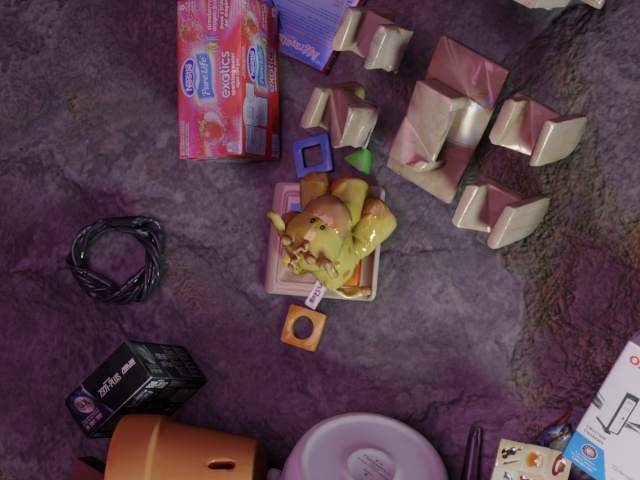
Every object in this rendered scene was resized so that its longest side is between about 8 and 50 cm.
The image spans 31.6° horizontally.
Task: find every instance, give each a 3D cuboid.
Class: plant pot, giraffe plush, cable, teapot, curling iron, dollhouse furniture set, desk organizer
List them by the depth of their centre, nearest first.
[{"bbox_3d":[0.063,0.387,1.616,0.253,0.187,0.256,1,38,-10],"label":"teapot"},{"bbox_3d":[0.195,0.405,1.638,0.068,0.035,0.274,13,88,24],"label":"curling iron"},{"bbox_3d":[0.237,-0.256,1.656,0.362,0.256,0.394,34,117,24],"label":"dollhouse furniture set"},{"bbox_3d":[-0.001,-0.008,1.658,0.181,0.170,0.210,11,84,17],"label":"giraffe plush"},{"bbox_3d":[-0.186,0.398,1.683,0.204,0.291,0.290,-4,81,5],"label":"plant pot"},{"bbox_3d":[-0.350,0.407,1.858,0.130,0.047,0.050,23,94,24],"label":"desk organizer"},{"bbox_3d":[-0.349,0.034,1.917,0.185,0.047,0.150,-4,86,19],"label":"cable"}]

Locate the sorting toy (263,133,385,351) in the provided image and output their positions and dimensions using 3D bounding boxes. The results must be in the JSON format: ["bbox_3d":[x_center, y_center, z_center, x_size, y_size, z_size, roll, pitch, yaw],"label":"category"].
[{"bbox_3d":[0.000,0.000,1.770,0.196,0.047,0.347,3,84,23],"label":"sorting toy"}]

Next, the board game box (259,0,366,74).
[{"bbox_3d":[-0.072,-0.394,1.867,0.281,0.027,0.145,30,93,23],"label":"board game box"}]

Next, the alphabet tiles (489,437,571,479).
[{"bbox_3d":[0.269,0.396,1.552,0.198,0.009,0.237,15,87,-19],"label":"alphabet tiles"}]

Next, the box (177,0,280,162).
[{"bbox_3d":[-0.146,-0.255,1.806,0.123,0.128,0.256,-1,89,26],"label":"box"}]

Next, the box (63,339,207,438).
[{"bbox_3d":[-0.290,0.237,1.784,0.147,0.180,0.077,-43,69,12],"label":"box"}]

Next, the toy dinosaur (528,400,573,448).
[{"bbox_3d":[0.324,0.284,1.612,0.082,0.047,0.090,-17,43,28],"label":"toy dinosaur"}]

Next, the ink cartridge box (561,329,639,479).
[{"bbox_3d":[0.437,0.237,1.499,0.148,0.086,0.203,34,119,24],"label":"ink cartridge box"}]
